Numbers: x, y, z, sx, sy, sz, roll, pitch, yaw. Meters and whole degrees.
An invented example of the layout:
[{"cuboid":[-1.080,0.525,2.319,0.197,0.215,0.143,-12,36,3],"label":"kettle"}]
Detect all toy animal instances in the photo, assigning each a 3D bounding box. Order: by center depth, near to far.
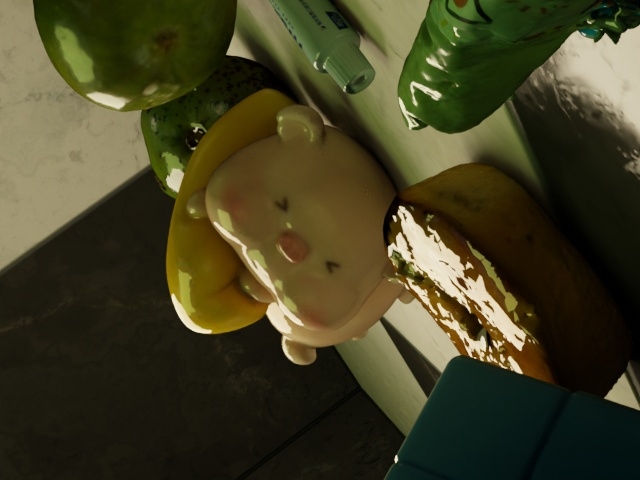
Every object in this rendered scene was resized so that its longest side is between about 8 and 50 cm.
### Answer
[{"cuboid":[-0.012,0.017,1.270,0.247,0.277,0.345,10,139,54],"label":"toy animal"}]

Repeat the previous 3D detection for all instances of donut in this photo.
[{"cuboid":[0.142,0.048,0.914,0.253,0.118,0.253,54,176,6],"label":"donut"}]

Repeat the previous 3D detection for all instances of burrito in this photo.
[{"cuboid":[0.106,-0.109,0.503,0.288,0.104,0.054,130,135,-71],"label":"burrito"}]

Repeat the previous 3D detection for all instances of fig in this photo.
[{"cuboid":[-0.225,-0.297,1.238,0.314,0.233,0.233,56,174,18],"label":"fig"}]

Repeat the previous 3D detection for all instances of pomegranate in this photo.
[{"cuboid":[-0.107,-0.135,1.473,0.214,0.214,0.248,52,-154,11],"label":"pomegranate"}]

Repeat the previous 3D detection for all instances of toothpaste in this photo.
[{"cuboid":[-0.045,-0.246,1.024,0.297,0.048,0.075,55,177,22],"label":"toothpaste"}]

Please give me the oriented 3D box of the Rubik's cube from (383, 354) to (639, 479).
[{"cuboid":[0.184,0.299,0.781,0.292,0.290,0.291,16,151,32],"label":"Rubik's cube"}]
